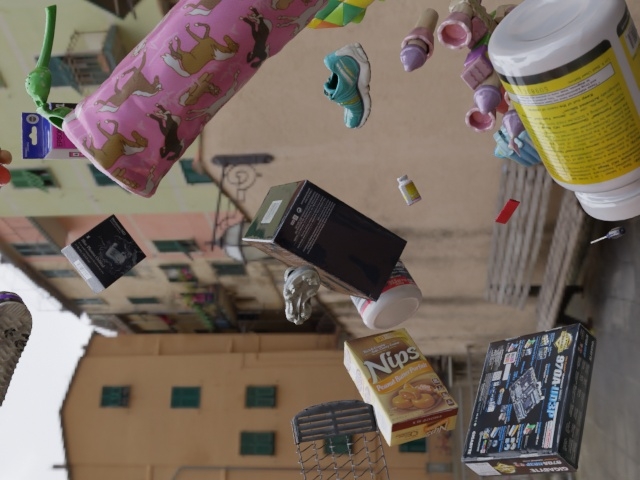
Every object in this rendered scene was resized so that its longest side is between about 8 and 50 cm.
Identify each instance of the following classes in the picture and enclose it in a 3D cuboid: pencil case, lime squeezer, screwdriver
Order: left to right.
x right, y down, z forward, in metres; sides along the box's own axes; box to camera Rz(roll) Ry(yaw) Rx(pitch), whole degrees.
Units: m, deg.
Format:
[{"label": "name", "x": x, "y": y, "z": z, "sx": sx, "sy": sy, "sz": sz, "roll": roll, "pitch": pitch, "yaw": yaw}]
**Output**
[{"label": "lime squeezer", "x": -0.434, "y": -0.236, "z": 1.219, "sx": 0.110, "sy": 0.058, "sz": 0.311, "roll": -40, "pitch": -70, "yaw": -53}, {"label": "pencil case", "x": -0.164, "y": -0.233, "z": 0.931, "sx": 0.386, "sy": 0.160, "sz": 0.167, "roll": -48, "pitch": -20, "yaw": 3}, {"label": "screwdriver", "x": 0.686, "y": -0.005, "z": 1.721, "sx": 0.170, "sy": 0.024, "sz": 0.025, "roll": 111, "pitch": -176, "yaw": -75}]

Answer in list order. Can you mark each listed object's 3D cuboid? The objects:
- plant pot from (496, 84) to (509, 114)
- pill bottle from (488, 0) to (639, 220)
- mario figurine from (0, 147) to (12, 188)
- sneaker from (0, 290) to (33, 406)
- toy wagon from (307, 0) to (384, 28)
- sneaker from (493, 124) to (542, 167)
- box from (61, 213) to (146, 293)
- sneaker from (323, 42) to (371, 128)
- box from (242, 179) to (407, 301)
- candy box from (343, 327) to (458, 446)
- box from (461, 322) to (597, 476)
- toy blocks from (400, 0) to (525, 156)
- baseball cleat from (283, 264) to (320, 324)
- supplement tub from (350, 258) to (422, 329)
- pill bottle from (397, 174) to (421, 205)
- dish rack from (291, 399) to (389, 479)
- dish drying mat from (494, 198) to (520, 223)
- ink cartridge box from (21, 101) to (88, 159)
[{"label": "plant pot", "x": 0.637, "y": -0.482, "z": 2.081, "sx": 0.267, "sy": 0.267, "sz": 0.236, "roll": -46, "pitch": -25, "yaw": -48}, {"label": "pill bottle", "x": 0.396, "y": -0.193, "z": 1.051, "sx": 0.334, "sy": 0.187, "sz": 0.188, "roll": 52, "pitch": -153, "yaw": -30}, {"label": "mario figurine", "x": -0.753, "y": -0.231, "z": 1.598, "sx": 0.198, "sy": 0.170, "sz": 0.321, "roll": 40, "pitch": -154, "yaw": -63}, {"label": "sneaker", "x": -0.640, "y": 0.224, "z": 1.355, "sx": 0.293, "sy": 0.102, "sz": 0.146, "roll": -59, "pitch": 37, "yaw": 2}, {"label": "toy wagon", "x": 0.002, "y": -0.504, "z": 1.360, "sx": 0.344, "sy": 0.267, "sz": 0.068, "roll": 168, "pitch": 109, "yaw": -67}, {"label": "sneaker", "x": 0.497, "y": -0.323, "z": 1.804, "sx": 0.319, "sy": 0.208, "sz": 0.127, "roll": 56, "pitch": -154, "yaw": -10}, {"label": "box", "x": -0.605, "y": 0.037, "z": 2.004, "sx": 0.158, "sy": 0.093, "sz": 0.156, "roll": -44, "pitch": -77, "yaw": -36}, {"label": "sneaker", "x": 0.060, "y": -0.374, "z": 1.754, "sx": 0.275, "sy": 0.109, "sz": 0.107, "roll": 79, "pitch": 173, "yaw": -60}, {"label": "box", "x": 0.000, "y": 0.000, "z": 1.883, "sx": 0.179, "sy": 0.312, "sz": 0.343, "roll": -61, "pitch": 17, "yaw": -8}, {"label": "candy box", "x": 0.200, "y": 0.370, "z": 1.854, "sx": 0.316, "sy": 0.182, "sz": 0.088, "roll": -122, "pitch": 28, "yaw": -51}, {"label": "box", "x": 0.315, "y": 0.241, "z": 1.080, "sx": 0.051, "sy": 0.175, "sz": 0.220, "roll": 40, "pitch": -128, "yaw": -21}, {"label": "toy blocks", "x": 0.341, "y": -0.349, "z": 1.393, "sx": 0.288, "sy": 0.308, "sz": 0.260, "roll": 41, "pitch": -131, "yaw": -23}, {"label": "baseball cleat", "x": -0.048, "y": 0.084, "z": 1.405, "sx": 0.206, "sy": 0.072, "sz": 0.110, "roll": 106, "pitch": 155, "yaw": -55}, {"label": "supplement tub", "x": 0.164, "y": 0.112, "z": 2.136, "sx": 0.191, "sy": 0.191, "sz": 0.272, "roll": 79, "pitch": 165, "yaw": -56}, {"label": "pill bottle", "x": 0.249, "y": -0.143, "z": 2.023, "sx": 0.083, "sy": 0.043, "sz": 0.043, "roll": 63, "pitch": -173, "yaw": 1}, {"label": "dish rack", "x": 0.044, "y": 0.475, "z": 1.493, "sx": 0.074, "sy": 0.208, "sz": 0.272, "roll": 6, "pitch": -109, "yaw": -78}, {"label": "dish drying mat", "x": 0.487, "y": -0.075, "z": 1.865, "sx": 0.083, "sy": 0.032, "sz": 0.008, "roll": 113, "pitch": 165, "yaw": -45}, {"label": "ink cartridge box", "x": -0.714, "y": -0.333, "z": 2.182, "sx": 0.069, "sy": 0.370, "sz": 0.176, "roll": 118, "pitch": 145, "yaw": -58}]
